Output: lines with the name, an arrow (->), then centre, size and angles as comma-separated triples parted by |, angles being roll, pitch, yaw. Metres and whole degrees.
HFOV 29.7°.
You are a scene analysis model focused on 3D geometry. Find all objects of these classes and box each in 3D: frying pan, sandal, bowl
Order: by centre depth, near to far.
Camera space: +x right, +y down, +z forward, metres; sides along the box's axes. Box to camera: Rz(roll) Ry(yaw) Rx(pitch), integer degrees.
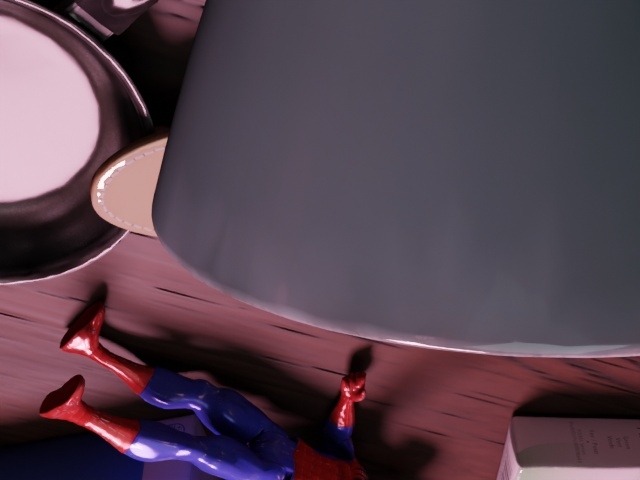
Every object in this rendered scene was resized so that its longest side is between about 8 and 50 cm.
bowl -> 0.083, -0.092, 0.482 | 0.311, 0.311, 0.163 | 0, 112, 0
frying pan -> -0.160, -0.101, 0.605 | 0.197, 0.053, 0.326 | 17, 128, -16
sandal -> 0.001, -0.004, 0.642 | 0.240, 0.079, 0.088 | 2, 137, -17

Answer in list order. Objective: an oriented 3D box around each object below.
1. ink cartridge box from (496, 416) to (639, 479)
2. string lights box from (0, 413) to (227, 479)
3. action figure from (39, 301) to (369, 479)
ink cartridge box -> 0.236, 0.204, 0.872 | 0.225, 0.056, 0.181 | 3, 131, 0
string lights box -> -0.194, 0.214, 0.863 | 0.260, 0.077, 0.133 | -11, 130, 9
action figure -> -0.020, 0.123, 0.772 | 0.280, 0.091, 0.139 | 33, 132, -25
